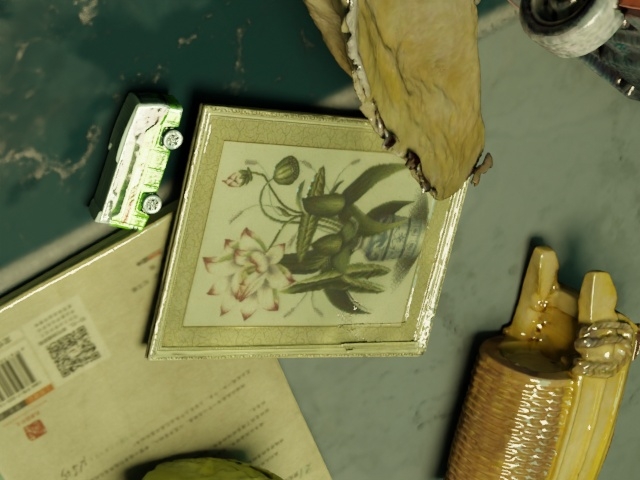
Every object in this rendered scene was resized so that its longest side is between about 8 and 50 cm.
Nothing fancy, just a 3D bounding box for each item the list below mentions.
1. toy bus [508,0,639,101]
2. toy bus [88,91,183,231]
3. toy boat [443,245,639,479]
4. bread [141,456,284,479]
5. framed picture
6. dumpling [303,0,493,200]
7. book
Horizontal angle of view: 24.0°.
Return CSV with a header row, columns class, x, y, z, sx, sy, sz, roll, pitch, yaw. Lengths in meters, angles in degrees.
class,x,y,z,sx,sy,sz,roll,pitch,yaw
toy bus,0.316,-0.156,0.862,0.203,0.427,0.233,29,87,-39
toy bus,-0.109,-0.048,0.904,0.037,0.031,0.083,12,109,-25
toy boat,0.152,0.153,1.134,0.115,0.089,0.310,-1,116,-41
bread,-0.067,0.208,0.984,0.129,0.111,0.114,0,113,-3
framed picture,0.000,0.000,0.990,0.231,0.010,0.173,1,109,-37
dumpling,0.031,-0.154,0.895,0.166,0.086,0.332,-42,132,-40
book,-0.118,0.125,0.996,0.215,0.025,0.283,-29,126,-14
